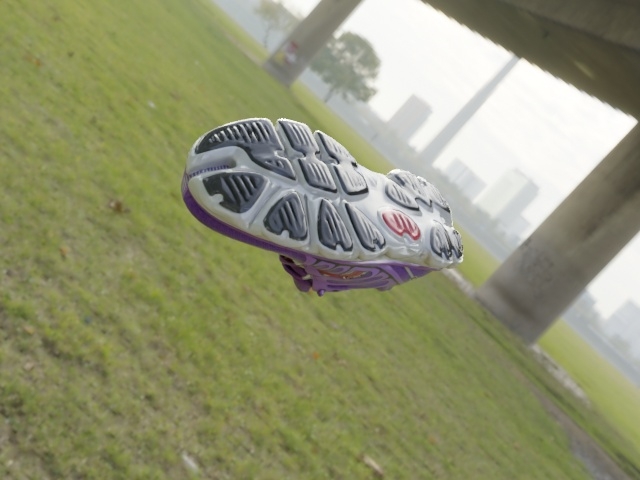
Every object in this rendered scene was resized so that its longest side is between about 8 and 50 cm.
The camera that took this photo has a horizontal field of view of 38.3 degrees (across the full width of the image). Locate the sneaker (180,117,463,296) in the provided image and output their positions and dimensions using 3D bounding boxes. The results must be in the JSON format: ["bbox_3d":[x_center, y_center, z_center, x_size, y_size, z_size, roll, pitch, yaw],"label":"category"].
[{"bbox_3d":[0.000,0.000,0.421,0.170,0.071,0.068,18,43,-48],"label":"sneaker"}]
